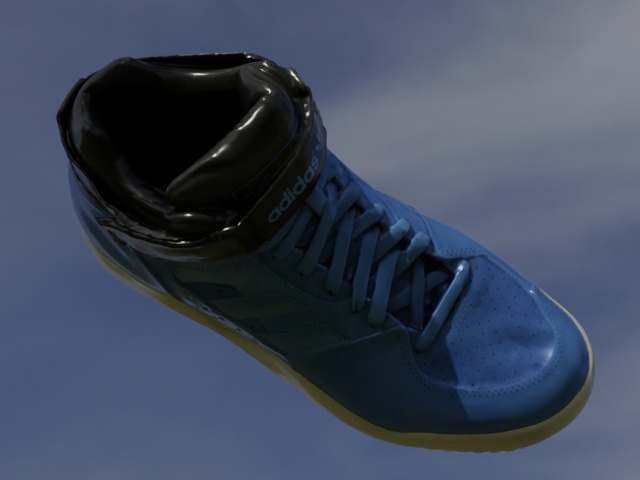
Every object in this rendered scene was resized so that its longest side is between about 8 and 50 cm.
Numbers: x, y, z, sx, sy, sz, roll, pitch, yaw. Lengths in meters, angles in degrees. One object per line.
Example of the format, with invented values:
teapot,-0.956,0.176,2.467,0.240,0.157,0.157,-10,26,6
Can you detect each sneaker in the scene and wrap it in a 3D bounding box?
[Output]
sneaker,-0.001,0.001,0.497,0.152,0.058,0.084,27,-20,16
